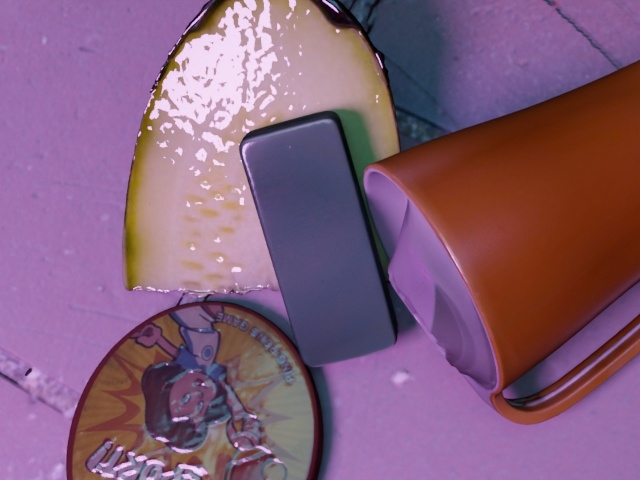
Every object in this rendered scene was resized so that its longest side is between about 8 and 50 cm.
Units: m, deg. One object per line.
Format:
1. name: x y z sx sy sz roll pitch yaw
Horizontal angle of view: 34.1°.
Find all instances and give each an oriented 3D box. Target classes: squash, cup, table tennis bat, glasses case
1. squash: -0.053 -0.072 0.804 0.236 0.155 0.204 -2 74 6
2. cup: 0.175 -0.001 0.748 0.264 0.182 0.226 -28 107 -8
3. table tennis bat: -0.109 0.196 0.802 0.200 0.038 0.310 13 74 14
4. glasses case: 0.000 0.000 0.786 0.077 0.039 0.184 -14 104 8
